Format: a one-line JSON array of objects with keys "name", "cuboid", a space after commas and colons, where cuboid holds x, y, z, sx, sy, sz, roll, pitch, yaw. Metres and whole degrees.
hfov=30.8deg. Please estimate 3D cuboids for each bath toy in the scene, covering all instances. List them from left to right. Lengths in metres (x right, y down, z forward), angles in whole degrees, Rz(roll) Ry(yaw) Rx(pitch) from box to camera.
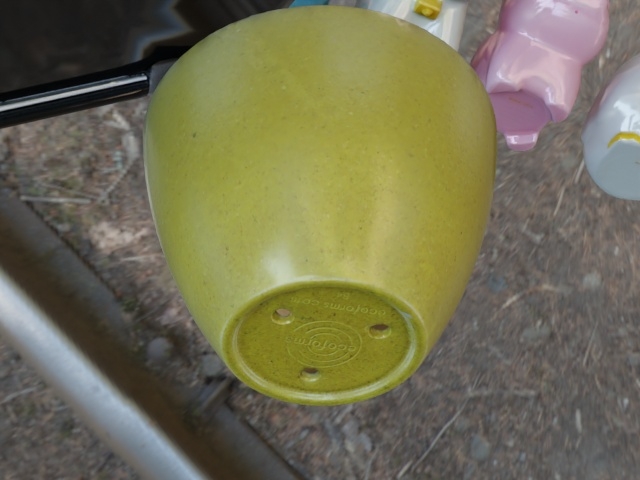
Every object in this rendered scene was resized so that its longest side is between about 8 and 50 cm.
[{"name": "bath toy", "cuboid": [0.141, -0.153, 0.832, 0.348, 0.151, 0.129, 24, 60, -15]}]

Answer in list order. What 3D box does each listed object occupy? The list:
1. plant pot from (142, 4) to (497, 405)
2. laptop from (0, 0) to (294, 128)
[{"name": "plant pot", "cuboid": [0.000, 0.000, 0.409, 0.134, 0.095, 0.134, 0, 137, 0]}, {"name": "laptop", "cuboid": [-0.195, -0.149, 0.400, 0.408, 0.381, 0.236, 42, 136, 35]}]
